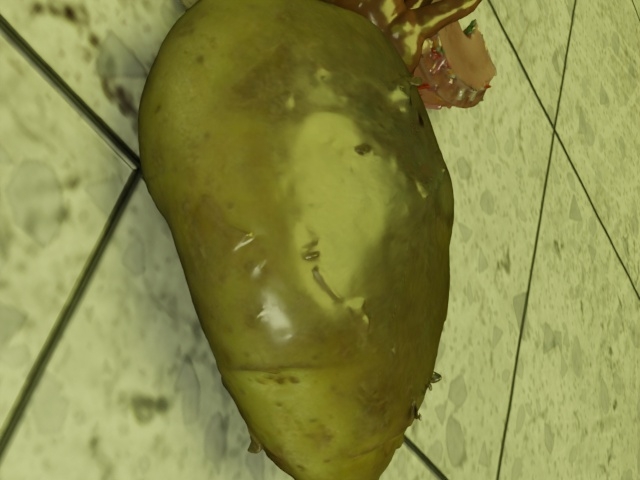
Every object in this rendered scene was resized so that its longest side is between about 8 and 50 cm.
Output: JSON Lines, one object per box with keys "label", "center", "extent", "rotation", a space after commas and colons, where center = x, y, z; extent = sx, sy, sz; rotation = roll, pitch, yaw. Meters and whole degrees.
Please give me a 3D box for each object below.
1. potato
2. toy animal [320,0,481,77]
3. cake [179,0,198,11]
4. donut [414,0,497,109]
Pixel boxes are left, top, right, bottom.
{"label": "potato", "center": [0.000, 0.000, 0.509], "extent": [0.192, 0.141, 0.296], "rotation": [-16, 99, -53]}
{"label": "toy animal", "center": [0.061, -0.123, 0.657], "extent": [0.224, 0.066, 0.229], "rotation": [39, 88, -16]}
{"label": "cake", "center": [-0.076, -0.202, 0.518], "extent": [0.065, 0.052, 0.121], "rotation": [-40, 115, -46]}
{"label": "donut", "center": [0.088, -0.173, 0.737], "extent": [0.166, 0.065, 0.117], "rotation": [63, 37, -24]}
